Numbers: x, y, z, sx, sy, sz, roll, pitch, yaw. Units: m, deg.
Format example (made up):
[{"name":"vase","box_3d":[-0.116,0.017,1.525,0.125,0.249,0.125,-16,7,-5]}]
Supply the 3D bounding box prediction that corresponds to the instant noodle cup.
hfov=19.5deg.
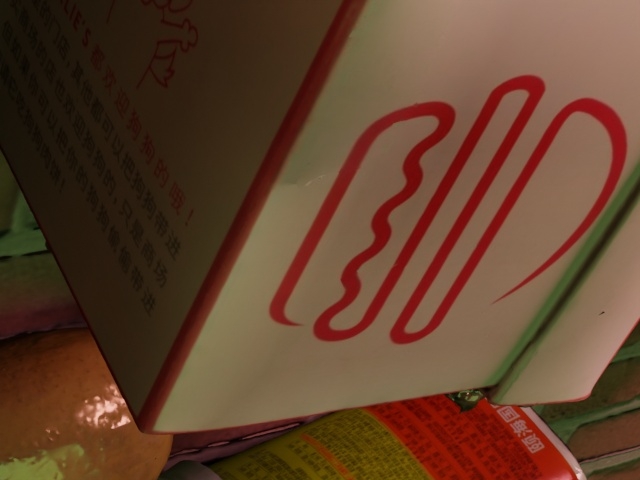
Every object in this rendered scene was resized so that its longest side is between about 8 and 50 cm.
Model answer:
[{"name":"instant noodle cup","box_3d":[0.047,0.261,1.561,0.307,0.294,0.294,-26,149,-27]}]

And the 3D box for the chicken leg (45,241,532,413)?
[{"name":"chicken leg","box_3d":[0.000,0.000,1.249,0.429,0.152,0.201,11,98,-40]}]

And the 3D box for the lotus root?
[{"name":"lotus root","box_3d":[-0.204,0.139,1.258,0.303,0.131,0.146,-13,144,-31]}]

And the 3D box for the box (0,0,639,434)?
[{"name":"box","box_3d":[0.024,-0.118,0.947,0.300,0.314,0.312,-5,138,-35]}]
